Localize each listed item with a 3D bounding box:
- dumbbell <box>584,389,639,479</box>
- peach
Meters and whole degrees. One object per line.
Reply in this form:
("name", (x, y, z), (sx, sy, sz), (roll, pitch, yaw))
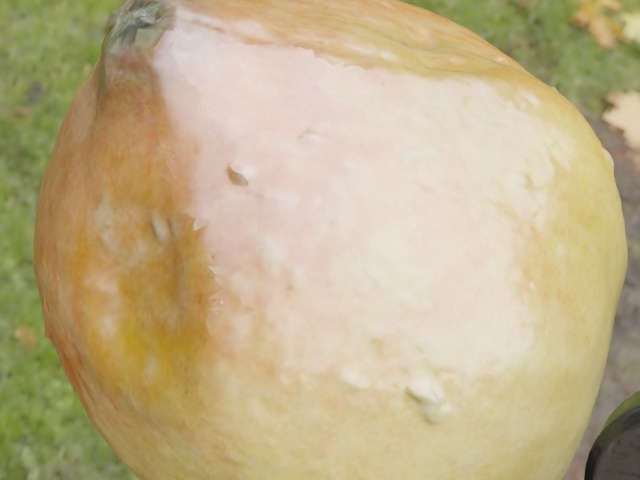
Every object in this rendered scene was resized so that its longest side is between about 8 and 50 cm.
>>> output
("dumbbell", (0.204, 0.089, 0.976), (0.100, 0.100, 0.191), (31, 29, 10))
("peach", (0.000, 0.000, 0.681), (0.232, 0.232, 0.232), (15, 37, -11))
